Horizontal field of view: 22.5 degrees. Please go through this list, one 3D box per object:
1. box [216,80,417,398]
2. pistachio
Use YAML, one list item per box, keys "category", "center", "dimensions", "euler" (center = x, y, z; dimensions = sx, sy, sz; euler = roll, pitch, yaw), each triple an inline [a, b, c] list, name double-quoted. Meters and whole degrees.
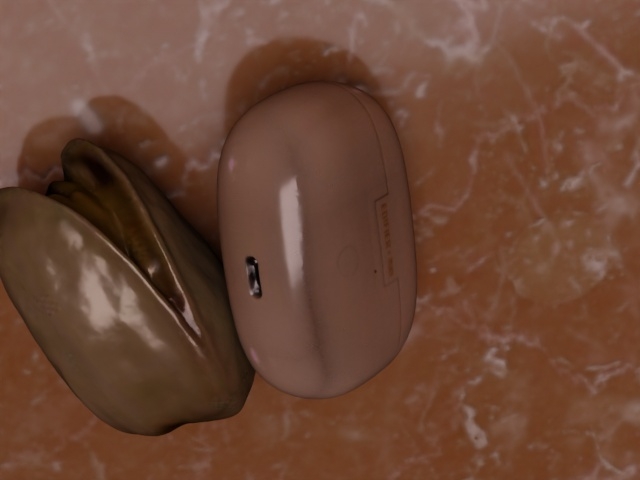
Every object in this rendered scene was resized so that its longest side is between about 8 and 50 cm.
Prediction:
- category: "box"
  center: [0.000, 0.000, 1.015]
  dimensions: [0.088, 0.146, 0.200]
  euler: [5, 111, 33]
- category: "pistachio"
  center: [-0.123, 0.034, 1.030]
  dimensions: [0.129, 0.131, 0.206]
  euler: [-45, 112, -30]
